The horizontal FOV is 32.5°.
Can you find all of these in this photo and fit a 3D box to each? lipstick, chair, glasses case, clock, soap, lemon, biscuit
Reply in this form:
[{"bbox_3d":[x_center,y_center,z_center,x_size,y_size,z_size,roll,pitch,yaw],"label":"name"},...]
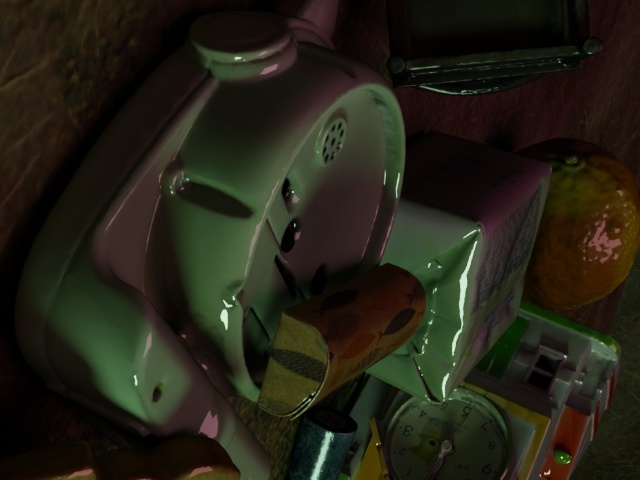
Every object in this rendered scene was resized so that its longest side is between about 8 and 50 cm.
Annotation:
[{"bbox_3d":[-0.023,0.275,1.060,0.053,0.053,0.234,-12,122,-63],"label":"lipstick"},{"bbox_3d":[0.120,-0.182,0.813,0.260,0.155,0.141,-46,132,-82],"label":"chair"},{"bbox_3d":[0.020,0.064,0.714,0.170,0.041,0.064,-20,129,-64],"label":"glasses case"},{"bbox_3d":[-0.040,-0.011,0.704,0.324,0.109,0.265,-61,155,-19],"label":"clock"},{"bbox_3d":[0.138,0.208,1.118,0.309,0.235,0.166,-59,156,-20],"label":"clock"},{"bbox_3d":[0.107,0.016,1.010,0.199,0.138,0.182,-34,140,-54],"label":"soap"},{"bbox_3d":[0.284,-0.020,1.303,0.192,0.192,0.231,-52,149,-34],"label":"lemon"},{"bbox_3d":[-0.152,0.187,0.611,0.212,0.041,0.238,-14,144,-26],"label":"biscuit"}]
